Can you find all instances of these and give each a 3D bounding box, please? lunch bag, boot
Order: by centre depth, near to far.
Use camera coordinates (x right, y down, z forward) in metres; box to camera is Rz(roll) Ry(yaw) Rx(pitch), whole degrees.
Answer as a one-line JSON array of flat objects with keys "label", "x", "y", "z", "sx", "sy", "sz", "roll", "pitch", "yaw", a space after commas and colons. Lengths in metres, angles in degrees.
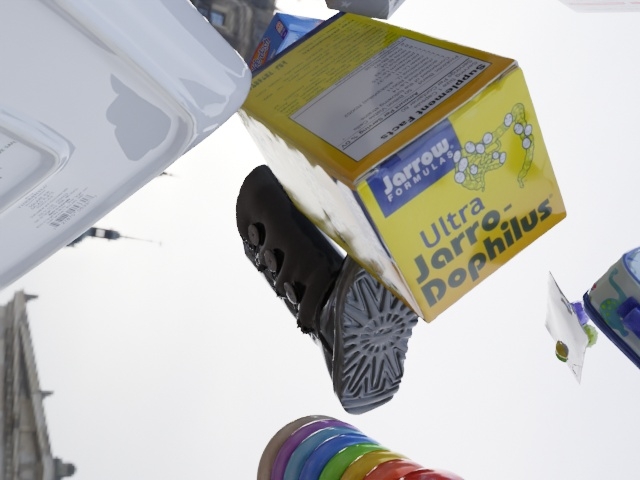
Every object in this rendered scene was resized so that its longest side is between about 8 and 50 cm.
[{"label": "lunch bag", "x": 0.389, "y": 0.100, "z": 0.744, "sx": 0.219, "sy": 0.176, "sz": 0.090, "roll": 49, "pitch": -50, "yaw": 24}, {"label": "boot", "x": -0.001, "y": 0.002, "z": 1.177, "sx": 0.445, "sy": 0.146, "sz": 0.367, "roll": -124, "pitch": -142, "yaw": -46}]

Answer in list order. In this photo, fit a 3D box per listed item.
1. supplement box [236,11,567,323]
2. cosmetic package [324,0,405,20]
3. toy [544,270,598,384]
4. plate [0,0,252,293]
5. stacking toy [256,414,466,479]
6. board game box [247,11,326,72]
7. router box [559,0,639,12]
[{"label": "supplement box", "x": 0.068, "y": -0.105, "z": 0.818, "sx": 0.194, "sy": 0.195, "sz": 0.356, "roll": -36, "pitch": -145, "yaw": -7}, {"label": "cosmetic package", "x": 0.037, "y": -0.376, "z": 0.784, "sx": 0.127, "sy": 0.107, "sz": 0.238, "roll": -37, "pitch": -111, "yaw": 44}, {"label": "toy", "x": 0.453, "y": 0.154, "z": 1.279, "sx": 0.237, "sy": 0.056, "sz": 0.137, "roll": 70, "pitch": -2, "yaw": -57}, {"label": "plate", "x": -0.186, "y": -0.050, "z": 0.374, "sx": 0.277, "sy": 0.278, "sz": 0.045, "roll": -36, "pitch": -111, "yaw": 6}, {"label": "stacking toy", "x": 0.048, "y": 0.244, "z": 0.690, "sx": 0.330, "sy": 0.141, "sz": 0.141, "roll": 153, "pitch": -58, "yaw": -66}, {"label": "board game box", "x": -0.019, "y": -0.286, "z": 1.179, "sx": 0.160, "sy": 0.210, "sz": 0.047, "roll": -52, "pitch": -121, "yaw": 37}, {"label": "router box", "x": 0.475, "y": -0.439, "z": 1.103, "sx": 0.335, "sy": 0.301, "sz": 0.082, "roll": 19, "pitch": -82, "yaw": 47}]
